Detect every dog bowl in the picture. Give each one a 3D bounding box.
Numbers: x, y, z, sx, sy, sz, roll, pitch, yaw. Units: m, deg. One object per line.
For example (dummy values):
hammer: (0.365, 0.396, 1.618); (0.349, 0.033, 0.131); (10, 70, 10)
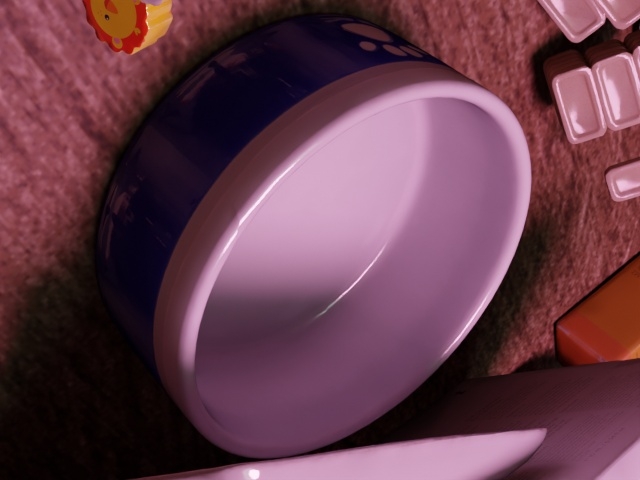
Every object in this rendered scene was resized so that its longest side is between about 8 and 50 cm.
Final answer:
dog bowl: (0.000, 0.000, 0.687); (0.265, 0.104, 0.265); (-27, 138, -27)

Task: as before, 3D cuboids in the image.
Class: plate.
plate: (-0.039, 0.161, 0.695); (0.278, 0.045, 0.277); (-19, 163, 41)

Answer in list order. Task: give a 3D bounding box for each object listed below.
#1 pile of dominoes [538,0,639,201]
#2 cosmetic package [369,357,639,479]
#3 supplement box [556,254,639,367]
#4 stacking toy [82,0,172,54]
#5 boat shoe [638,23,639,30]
pile of dominoes: (0.285, -0.147, 0.789); (0.251, 0.040, 0.196); (-18, 119, 10)
cosmetic package: (0.108, 0.203, 0.796); (0.377, 0.284, 0.097); (-26, 98, -39)
supplement box: (0.341, 0.054, 1.096); (0.233, 0.078, 0.080); (-37, 142, -13)
stacking toy: (-0.006, -0.187, 0.461); (0.167, 0.052, 0.221); (-40, 172, -44)
boat shoe: (0.336, -0.129, 0.917); (0.114, 0.091, 0.302); (-44, 143, -6)
